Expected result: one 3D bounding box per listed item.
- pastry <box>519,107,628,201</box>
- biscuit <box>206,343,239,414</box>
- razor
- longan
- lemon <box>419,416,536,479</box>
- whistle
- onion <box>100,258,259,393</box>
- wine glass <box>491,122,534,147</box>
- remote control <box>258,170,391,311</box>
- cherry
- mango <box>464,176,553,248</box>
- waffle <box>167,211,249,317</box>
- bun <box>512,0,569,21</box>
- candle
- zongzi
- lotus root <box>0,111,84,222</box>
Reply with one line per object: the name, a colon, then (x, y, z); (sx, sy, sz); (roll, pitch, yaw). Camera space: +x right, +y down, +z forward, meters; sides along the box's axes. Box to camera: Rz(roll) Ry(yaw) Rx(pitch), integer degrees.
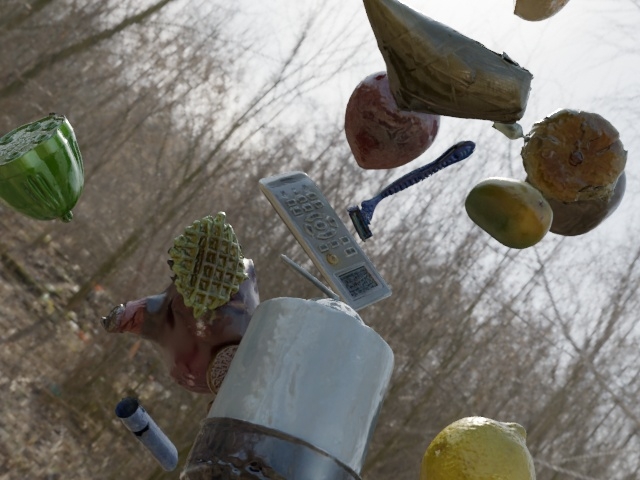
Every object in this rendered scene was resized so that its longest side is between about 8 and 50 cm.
pastry: (0.633, -0.213, 1.825); (0.256, 0.236, 0.121); (0, 3, 6)
biscuit: (-0.203, 0.372, 1.811); (0.039, 0.179, 0.237); (1, -75, 60)
razor: (0.197, -0.128, 1.587); (0.056, 0.324, 0.093); (46, -11, 50)
longan: (0.723, -0.163, 2.104); (0.297, 0.297, 0.297); (42, -11, 10)
lemon: (0.321, 0.475, 1.485); (0.228, 0.254, 0.228); (25, -23, 12)
whistle: (-0.420, 0.484, 1.816); (0.062, 0.062, 0.304); (36, -24, 36)
onion: (-0.369, 0.210, 1.976); (0.419, 0.399, 0.398); (6, -9, -6)
wine glass: (0.383, -0.218, 1.462); (0.083, 0.039, 0.042); (31, 17, 11)
remote control: (0.000, 0.000, 1.354); (0.313, 0.109, 0.055); (55, -44, 18)
cherry: (0.169, -0.290, 1.792); (0.239, 0.206, 0.239); (16, -26, 8)
mango: (0.435, -0.072, 1.714); (0.251, 0.114, 0.157); (-140, -139, -58)
waffle: (-0.262, 0.055, 1.724); (0.054, 0.207, 0.214); (2, -60, 50)
bun: (0.522, -0.637, 1.626); (0.164, 0.299, 0.299); (5, -22, 12)
candle: (-0.023, 0.208, 0.958); (0.221, 0.343, 0.221); (18, -31, 11)
zongzi: (0.224, -0.331, 1.289); (0.273, 0.145, 0.300); (16, -19, 30)
lotus root: (-0.469, -0.099, 1.242); (0.186, 0.186, 0.186); (42, -11, 10)
